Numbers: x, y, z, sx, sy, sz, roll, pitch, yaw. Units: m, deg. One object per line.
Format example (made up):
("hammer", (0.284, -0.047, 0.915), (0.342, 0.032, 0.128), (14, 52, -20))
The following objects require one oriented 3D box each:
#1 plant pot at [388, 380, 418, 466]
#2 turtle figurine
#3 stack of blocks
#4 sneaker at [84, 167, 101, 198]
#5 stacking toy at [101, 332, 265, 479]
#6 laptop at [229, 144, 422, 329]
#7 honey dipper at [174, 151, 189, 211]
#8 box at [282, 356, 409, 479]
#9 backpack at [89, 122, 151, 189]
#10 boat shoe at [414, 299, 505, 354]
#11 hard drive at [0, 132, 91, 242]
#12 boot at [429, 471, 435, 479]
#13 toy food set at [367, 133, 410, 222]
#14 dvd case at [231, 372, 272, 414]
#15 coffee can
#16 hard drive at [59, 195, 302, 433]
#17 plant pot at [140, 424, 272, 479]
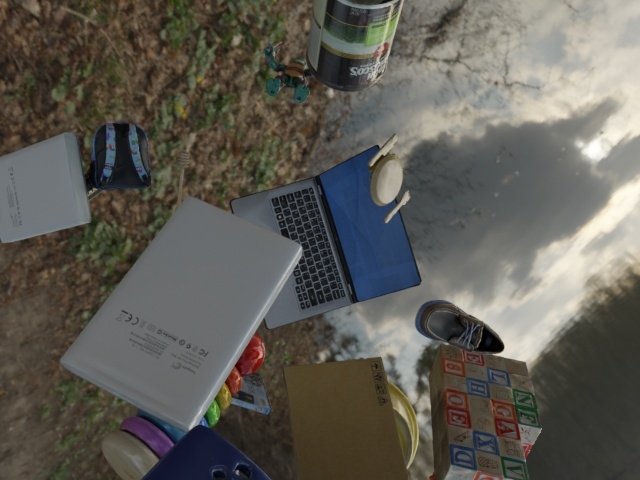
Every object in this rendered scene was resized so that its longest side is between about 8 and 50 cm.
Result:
("plant pot", (0.087, 0.403, 1.381), (0.254, 0.254, 0.239), (-33, 176, -7))
("turtle figurine", (-0.070, -0.464, 1.835), (0.175, 0.234, 0.118), (0, 132, 11))
("stack of blocks", (0.289, 0.324, 1.184), (0.171, 0.297, 0.087), (13, 121, 0))
("sneaker", (-0.686, -0.177, 2.041), (0.222, 0.083, 0.118), (-44, -169, 6))
("stacking toy", (-0.211, 0.280, 1.172), (0.330, 0.141, 0.141), (-44, 160, -37))
("laptop", (0.000, 0.000, 1.813), (0.407, 0.382, 0.236), (-16, 175, -8))
("honey dipper", (-0.362, -0.148, 1.740), (0.030, 0.030, 0.161), (-3, 108, -45))
("box", (0.036, 0.279, 1.014), (0.164, 0.201, 0.021), (-3, 152, -16))
("backpack", (-0.535, -0.222, 1.788), (0.158, 0.117, 0.174), (-6, 97, -28))
("boat shoe", (0.229, 0.141, 1.079), (0.183, 0.066, 0.066), (18, 92, -36))
("hard drive", (-0.756, -0.134, 1.798), (0.352, 0.233, 0.047), (-10, 180, 34))
("boot", (0.314, 0.593, 1.671), (0.158, 0.084, 0.059), (92, 13, -46))
("toy food set", (0.151, -0.144, 1.585), (0.132, 0.038, 0.192), (-46, 136, -30))
("dvd case", (-0.264, 0.401, 1.907), (0.253, 0.180, 0.022), (24, 104, -23))
("coffee can", (0.077, -0.505, 1.532), (0.201, 0.202, 0.275), (-27, 159, -18))
("hard drive", (-0.186, 0.090, 0.951), (0.308, 0.203, 0.040), (-59, 164, -31))
("plant pot", (-0.105, 0.359, 0.629), (0.236, 0.212, 0.236), (-42, 149, -52))
